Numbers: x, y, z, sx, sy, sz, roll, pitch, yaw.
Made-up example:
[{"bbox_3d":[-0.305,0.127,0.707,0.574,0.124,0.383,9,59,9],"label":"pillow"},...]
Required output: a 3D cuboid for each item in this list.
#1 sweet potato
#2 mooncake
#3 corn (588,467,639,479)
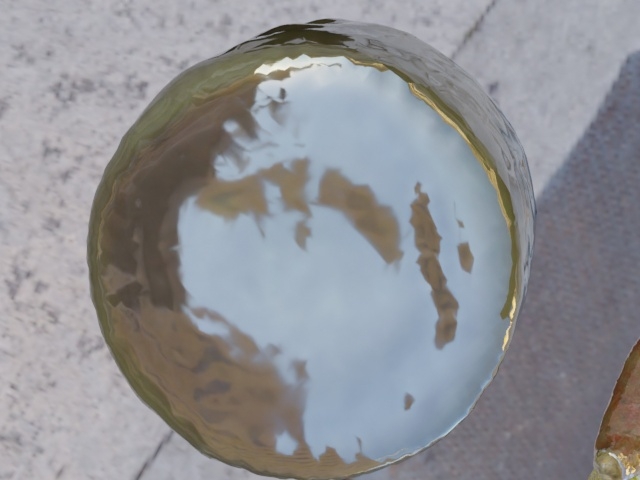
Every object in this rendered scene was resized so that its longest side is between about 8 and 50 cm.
[{"bbox_3d":[0.228,0.031,0.781,0.078,0.058,0.255,38,80,-32],"label":"sweet potato"},{"bbox_3d":[0.000,0.000,0.912,0.155,0.284,0.285,-44,140,-70],"label":"mooncake"},{"bbox_3d":[0.267,0.211,1.163,0.091,0.091,0.260,-31,156,-17],"label":"corn"}]
